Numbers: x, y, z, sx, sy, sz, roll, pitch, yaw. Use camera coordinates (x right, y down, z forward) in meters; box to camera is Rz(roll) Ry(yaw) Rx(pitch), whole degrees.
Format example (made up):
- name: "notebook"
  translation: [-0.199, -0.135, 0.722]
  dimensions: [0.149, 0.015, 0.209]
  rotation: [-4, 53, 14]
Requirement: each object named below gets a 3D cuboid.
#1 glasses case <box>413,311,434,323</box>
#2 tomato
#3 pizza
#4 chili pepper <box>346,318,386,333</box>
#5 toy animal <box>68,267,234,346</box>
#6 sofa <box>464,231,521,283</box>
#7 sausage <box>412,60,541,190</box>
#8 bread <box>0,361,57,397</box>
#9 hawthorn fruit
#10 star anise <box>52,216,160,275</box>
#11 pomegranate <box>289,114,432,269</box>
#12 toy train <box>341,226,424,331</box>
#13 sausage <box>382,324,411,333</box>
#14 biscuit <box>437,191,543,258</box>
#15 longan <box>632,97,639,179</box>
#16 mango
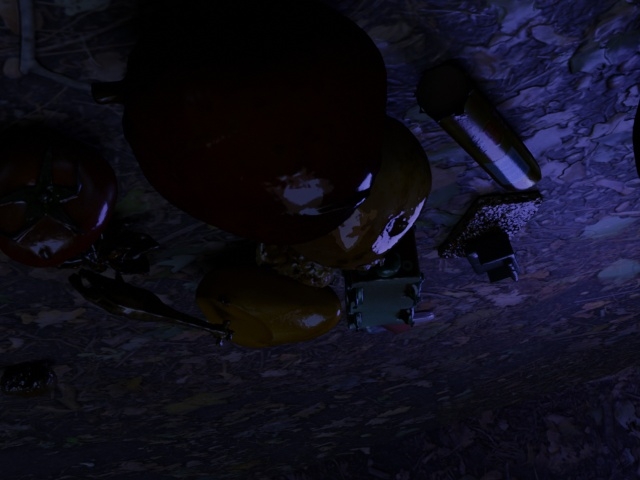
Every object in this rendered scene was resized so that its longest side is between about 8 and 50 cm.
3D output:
- name: "glasses case"
  translation: [0.214, 0.174, 2.055]
  dimensions: [0.083, 0.021, 0.032]
  rotation: [-8, 154, -8]
- name: "tomato"
  translation: [-0.334, -0.054, 1.140]
  dimensions: [0.167, 0.167, 0.167]
  rotation: [-10, 156, -4]
- name: "pizza"
  translation: [0.000, 0.000, 1.391]
  dimensions: [0.305, 0.161, 0.085]
  rotation: [-24, -169, 45]
- name: "chili pepper"
  translation: [0.108, 0.186, 2.012]
  dimensions: [0.050, 0.041, 0.153]
  rotation: [25, 178, 34]
- name: "toy animal"
  translation: [-0.275, 0.107, 1.483]
  dimensions: [0.275, 0.054, 0.149]
  rotation: [20, -179, 8]
- name: "sofa"
  translation: [0.322, 0.044, 1.700]
  dimensions: [0.085, 0.060, 0.147]
  rotation: [-18, 159, 11]
- name: "sausage"
  translation: [0.242, -0.137, 1.297]
  dimensions: [0.082, 0.082, 0.371]
  rotation: [-22, 155, 23]
- name: "bread"
  translation: [-0.599, 0.288, 1.892]
  dimensions: [0.113, 0.060, 0.082]
  rotation: [-6, 156, -8]
- name: "hawthorn fruit"
  translation: [-0.082, -0.130, 0.958]
  dimensions: [0.307, 0.265, 0.265]
  rotation: [5, 155, -3]
- name: "star anise"
  translation: [-0.308, 0.009, 1.363]
  dimensions: [0.234, 0.073, 0.177]
  rotation: [-6, 163, 34]
- name: "pomegranate"
  translation: [0.028, -0.078, 1.185]
  dimensions: [0.215, 0.215, 0.215]
  rotation: [-10, 156, -4]
- name: "toy train"
  translation: [0.102, 0.057, 1.577]
  dimensions: [0.129, 0.159, 0.326]
  rotation: [-8, 160, -2]
- name: "sausage"
  translation: [0.148, 0.157, 1.936]
  dimensions: [0.062, 0.062, 0.154]
  rotation: [-19, 156, 17]
- name: "biscuit"
  translation: [0.303, -0.022, 1.650]
  dimensions: [0.131, 0.025, 0.231]
  rotation: [-6, 156, -14]
- name: "longan"
  translation: [0.586, -0.139, 1.169]
  dimensions: [0.361, 0.361, 0.361]
  rotation: [-10, 156, -4]
- name: "mango"
  translation: [-0.073, 0.109, 1.552]
  dimensions: [0.257, 0.138, 0.187]
  rotation: [5, 155, 25]
